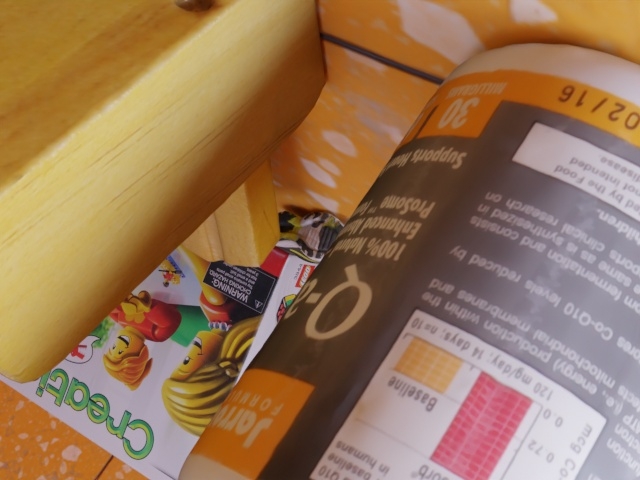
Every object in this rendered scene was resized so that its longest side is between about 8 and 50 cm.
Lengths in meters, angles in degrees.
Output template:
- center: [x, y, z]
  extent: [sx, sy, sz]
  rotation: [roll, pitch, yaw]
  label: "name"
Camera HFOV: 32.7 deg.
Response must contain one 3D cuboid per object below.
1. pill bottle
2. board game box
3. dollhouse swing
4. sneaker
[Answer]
- center: [0.048, 0.078, 0.398]
  extent: [0.162, 0.278, 0.162]
  rotation: [31, 161, 12]
  label: "pill bottle"
- center: [-0.167, 0.040, 0.838]
  extent: [0.305, 0.193, 0.053]
  rotation: [25, -173, 27]
  label: "board game box"
- center: [-0.210, -0.055, 0.547]
  extent: [0.347, 0.315, 0.305]
  rotation: [30, 142, 15]
  label: "dollhouse swing"
- center: [0.000, 0.000, 0.708]
  extent: [0.035, 0.031, 0.083]
  rotation: [31, 173, -38]
  label: "sneaker"
